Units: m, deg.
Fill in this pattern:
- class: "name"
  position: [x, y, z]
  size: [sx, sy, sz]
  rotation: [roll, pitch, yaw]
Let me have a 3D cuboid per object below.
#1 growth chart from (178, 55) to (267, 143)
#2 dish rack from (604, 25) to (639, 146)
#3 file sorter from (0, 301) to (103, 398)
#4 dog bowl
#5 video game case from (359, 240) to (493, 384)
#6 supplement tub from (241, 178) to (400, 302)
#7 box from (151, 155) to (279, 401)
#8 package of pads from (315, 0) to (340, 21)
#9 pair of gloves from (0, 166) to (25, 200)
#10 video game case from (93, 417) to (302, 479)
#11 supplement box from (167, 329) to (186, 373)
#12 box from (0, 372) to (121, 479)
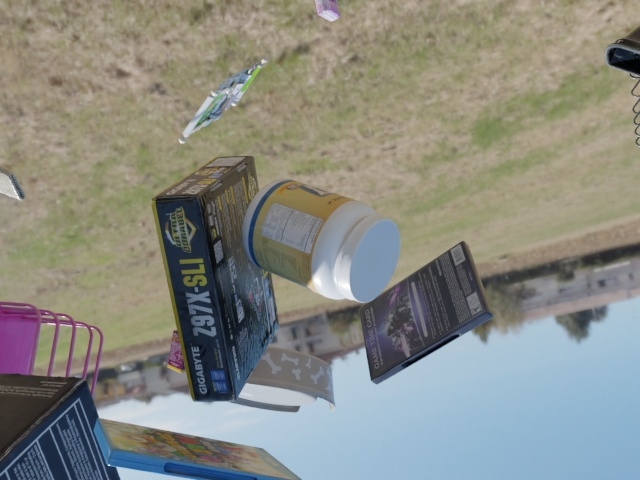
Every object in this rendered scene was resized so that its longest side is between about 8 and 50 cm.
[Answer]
- class: "growth chart"
  position: [-0.211, -0.301, 1.484]
  size: [0.172, 0.021, 0.237]
  rotation: [-47, -178, 40]
- class: "dish rack"
  position: [0.478, -0.144, 0.865]
  size: [0.074, 0.208, 0.271]
  rotation: [-44, 138, -6]
- class: "file sorter"
  position: [-0.573, 0.236, 1.355]
  size: [0.182, 0.202, 0.291]
  rotation: [4, 166, 8]
- class: "dog bowl"
  position: [-0.128, 0.347, 1.727]
  size: [0.348, 0.102, 0.349]
  rotation: [7, 157, 3]
- class: "video game case"
  position: [0.197, 0.141, 1.367]
  size: [0.274, 0.196, 0.026]
  rotation: [-37, 126, 24]
- class: "supplement tub"
  position: [0.000, 0.000, 1.004]
  size: [0.199, 0.145, 0.144]
  rotation: [20, -166, 34]
- class: "box"
  position: [-0.152, 0.051, 1.091]
  size: [0.079, 0.322, 0.257]
  rotation: [-3, -161, 12]
- class: "package of pads"
  position: [0.010, -0.476, 1.350]
  size: [0.031, 0.083, 0.050]
  rotation: [-13, 174, 26]
- class: "pair of gloves"
  position: [-0.710, -0.199, 1.427]
  size: [0.204, 0.240, 0.042]
  rotation: [15, -135, 33]
- class: "video game case"
  position: [-0.110, 0.190, 0.610]
  size: [0.166, 0.015, 0.119]
  rotation: [18, 171, -22]
- class: "supplement box"
  position: [-0.283, 0.230, 1.456]
  size: [0.043, 0.083, 0.055]
  rotation: [15, -171, 31]
- class: "box"
  position: [-0.435, 0.386, 0.941]
  size: [0.182, 0.297, 0.294]
  rotation: [-2, -157, 20]
